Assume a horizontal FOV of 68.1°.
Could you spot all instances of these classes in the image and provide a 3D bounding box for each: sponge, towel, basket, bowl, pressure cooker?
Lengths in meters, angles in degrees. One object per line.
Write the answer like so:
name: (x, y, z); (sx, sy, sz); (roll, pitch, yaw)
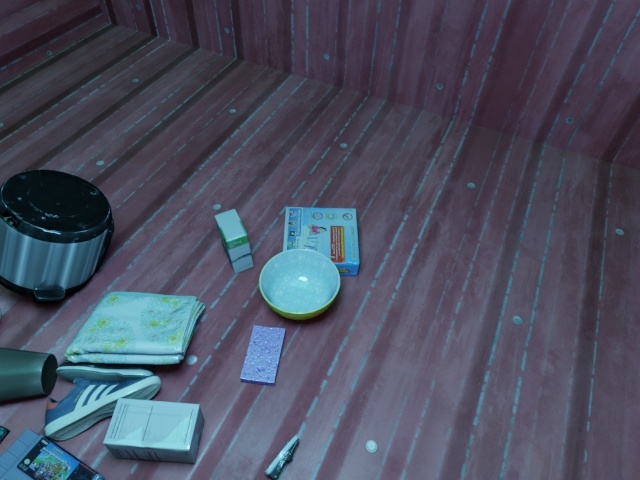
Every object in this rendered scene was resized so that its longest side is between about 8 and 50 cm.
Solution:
sponge: (-0.196, 0.395, 1.643); (0.117, 0.031, 0.210); (7, 50, 4)
towel: (-0.609, 0.288, 1.605); (0.374, 0.090, 0.320); (1, 24, -1)
basket: (-0.982, 0.430, 1.509); (0.227, 0.154, 0.204); (1, 50, -6)
bowl: (-0.076, 0.187, 1.745); (0.289, 0.156, 0.289); (1, 50, -2)
pressure cooker: (-0.988, 0.000, 1.722); (0.375, 0.420, 0.370); (31, 31, -2)

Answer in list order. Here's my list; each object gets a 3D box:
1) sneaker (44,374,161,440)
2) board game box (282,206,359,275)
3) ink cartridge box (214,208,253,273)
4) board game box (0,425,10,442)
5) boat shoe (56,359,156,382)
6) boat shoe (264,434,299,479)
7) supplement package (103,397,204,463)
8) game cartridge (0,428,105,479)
sneaker: (-0.684, 0.476, 1.482); (0.350, 0.131, 0.148); (-21, 55, -16)
board game box: (0.000, 0.000, 1.956); (0.302, 0.086, 0.308); (2, 49, -1)
ink cartridge box: (-0.336, 0.006, 1.859); (0.087, 0.208, 0.153); (-21, 52, -15)
board game box: (-1.065, 0.599, 1.436); (0.186, 0.026, 0.126); (17, 50, 12)
boat shoe: (-0.698, 0.415, 1.561); (0.302, 0.114, 0.091); (8, 49, -11)
boat shoe: (-0.108, 0.650, 1.421); (0.040, 0.049, 0.142); (42, 59, 7)
supplement package: (-0.487, 0.567, 1.410); (0.244, 0.134, 0.139); (5, 49, 0)
game cartridge: (-0.782, 0.710, 1.332); (0.355, 0.068, 0.230); (23, 56, 17)
